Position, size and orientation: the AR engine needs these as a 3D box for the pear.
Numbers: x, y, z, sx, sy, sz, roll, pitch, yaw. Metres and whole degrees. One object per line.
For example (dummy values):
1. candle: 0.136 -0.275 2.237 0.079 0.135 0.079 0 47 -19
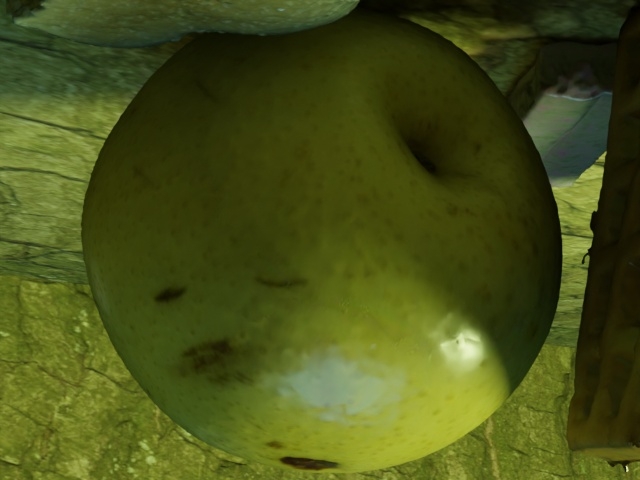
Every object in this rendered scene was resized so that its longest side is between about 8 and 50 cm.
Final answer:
1. pear: 0.000 0.000 0.794 0.348 0.348 0.348 2 169 0

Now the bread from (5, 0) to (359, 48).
1. bread: -0.032 -0.170 0.555 0.183 0.102 0.337 10 167 -33

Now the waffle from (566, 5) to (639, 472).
1. waffle: 0.244 -0.018 0.678 0.098 0.328 0.224 11 168 -4

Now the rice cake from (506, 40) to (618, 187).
1. rice cake: 0.209 -0.103 0.968 0.106 0.050 0.298 2 169 -2
